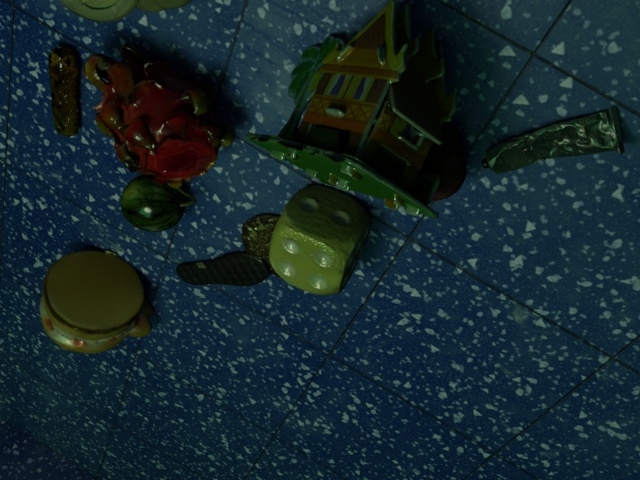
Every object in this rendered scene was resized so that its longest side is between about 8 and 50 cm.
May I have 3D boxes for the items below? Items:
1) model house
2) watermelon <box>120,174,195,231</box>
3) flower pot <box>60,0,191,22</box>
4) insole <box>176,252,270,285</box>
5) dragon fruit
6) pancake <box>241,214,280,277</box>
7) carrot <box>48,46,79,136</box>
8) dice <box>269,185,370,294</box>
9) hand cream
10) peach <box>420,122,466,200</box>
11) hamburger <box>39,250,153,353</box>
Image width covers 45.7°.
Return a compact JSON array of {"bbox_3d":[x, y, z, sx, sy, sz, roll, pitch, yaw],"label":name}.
[{"bbox_3d":[0.084,-0.239,1.330,0.242,0.313,0.357,30,175,-36],"label":"model house"},{"bbox_3d":[-0.371,-0.086,1.765,0.187,0.141,0.141,5,130,20],"label":"watermelon"},{"bbox_3d":[-0.334,-0.521,1.288,0.307,0.244,0.308,14,133,16],"label":"flower pot"},{"bbox_3d":[-0.249,0.078,1.921,0.309,0.012,0.110,-4,131,34],"label":"insole"},{"bbox_3d":[-0.335,-0.259,1.541,0.227,0.243,0.307,-46,124,7],"label":"dragon fruit"},{"bbox_3d":[-0.105,0.013,1.790,0.184,0.020,0.190,36,137,-3],"label":"pancake"},{"bbox_3d":[-0.578,-0.332,1.717,0.069,0.069,0.229,25,137,8],"label":"carrot"},{"bbox_3d":[0.000,0.000,1.612,0.169,0.169,0.166,23,136,10],"label":"dice"},{"bbox_3d":[0.399,-0.162,1.332,0.247,0.052,0.075,-11,123,35],"label":"hand cream"},{"bbox_3d":[0.204,-0.141,1.394,0.152,0.152,0.152,15,134,17],"label":"peach"},{"bbox_3d":[-0.602,0.175,2.064,0.302,0.261,0.186,-4,148,-23],"label":"hamburger"}]
